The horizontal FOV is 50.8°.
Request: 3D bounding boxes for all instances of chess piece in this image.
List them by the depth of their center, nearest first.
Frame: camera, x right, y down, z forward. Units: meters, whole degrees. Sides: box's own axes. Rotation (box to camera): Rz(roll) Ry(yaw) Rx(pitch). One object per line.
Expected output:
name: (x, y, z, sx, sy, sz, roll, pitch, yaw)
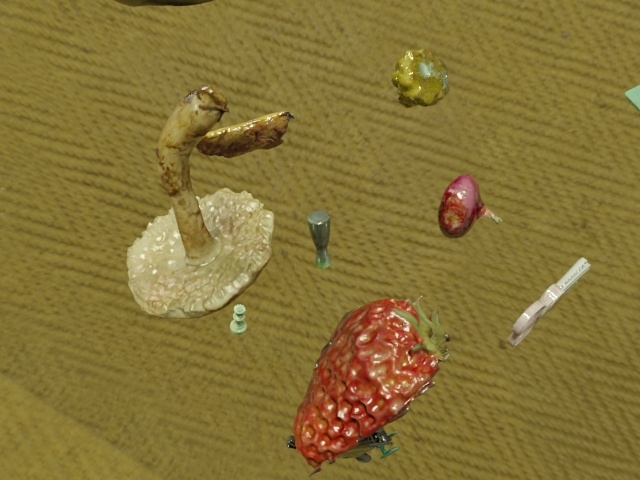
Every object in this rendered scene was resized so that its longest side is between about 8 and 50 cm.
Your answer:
chess piece: (-0.196, 0.186, 1.623, 0.042, 0.093, 0.042, 5, 48, -5)

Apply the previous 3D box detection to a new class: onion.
onion: (0.341, -0.066, 1.517, 0.140, 0.150, 0.150, 20, 89, 20)

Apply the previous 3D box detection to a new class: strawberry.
strawberry: (0.065, 0.194, 1.042, 0.150, 0.253, 0.280, 46, 123, 2)

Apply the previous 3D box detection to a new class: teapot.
teapot: (0.000, 0.000, 1.230, 0.042, 0.043, 0.111, -7, 128, -3)

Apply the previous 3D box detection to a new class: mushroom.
mushroom: (-0.191, -0.051, 0.957, 0.232, 0.208, 0.302, -14, 103, 2)

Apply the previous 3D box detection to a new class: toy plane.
toy plane: (0.086, 0.438, 1.500, 0.155, 0.381, 0.107, -35, 64, 19)

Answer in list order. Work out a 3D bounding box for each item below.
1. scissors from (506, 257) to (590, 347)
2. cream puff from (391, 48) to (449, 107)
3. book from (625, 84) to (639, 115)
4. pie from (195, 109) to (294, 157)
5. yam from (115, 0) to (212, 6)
scissors: (0.455, 0.114, 1.332, 0.242, 0.118, 0.030, -39, 63, -19)
cream puff: (0.217, -0.361, 1.536, 0.146, 0.116, 0.146, 7, 74, -27)
book: (0.614, -0.239, 1.186, 0.103, 0.135, 0.017, -26, 136, 8)
pie: (-0.121, -0.165, 1.087, 0.169, 0.092, 0.034, -17, 66, -6)
yam: (-0.156, -0.259, 0.354, 0.201, 0.271, 0.203, -17, 82, 12)
